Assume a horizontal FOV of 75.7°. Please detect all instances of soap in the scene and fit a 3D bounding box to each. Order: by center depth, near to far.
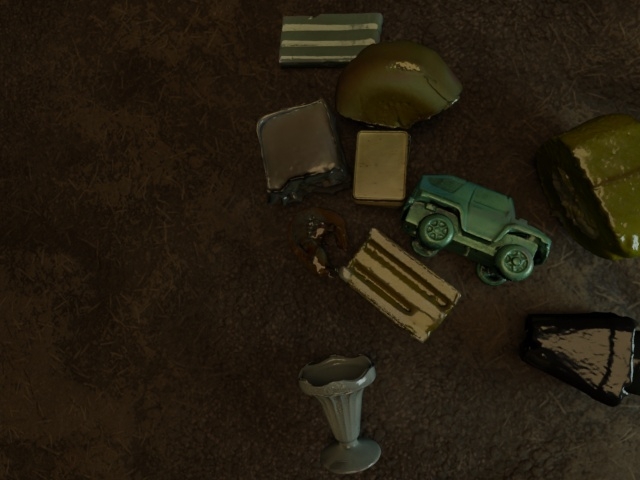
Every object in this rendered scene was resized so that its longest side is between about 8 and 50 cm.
[{"bbox_3d":[0.166,0.092,0.878,0.233,0.076,0.135,38,94,10],"label":"soap"}]

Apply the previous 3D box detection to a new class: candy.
[{"bbox_3d":[-0.040,-0.187,0.892,0.184,0.137,0.195,-15,84,8],"label":"candy"}]

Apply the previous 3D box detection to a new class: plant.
[{"bbox_3d":[0.523,0.215,0.781,0.255,0.142,0.165,9,88,13],"label":"plant"}]

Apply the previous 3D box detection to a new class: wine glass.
[{"bbox_3d":[0.045,0.351,0.848,0.164,0.165,0.197,-9,90,9],"label":"wine glass"}]

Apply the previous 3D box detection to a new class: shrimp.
[{"bbox_3d":[-0.002,0.000,0.900,0.132,0.051,0.188,-38,62,13],"label":"shrimp"}]

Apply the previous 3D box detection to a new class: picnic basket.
[{"bbox_3d":[0.130,-0.151,0.886,0.115,0.079,0.164,5,84,11],"label":"picnic basket"}]

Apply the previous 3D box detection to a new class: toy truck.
[{"bbox_3d":[0.299,-0.020,0.823,0.278,0.155,0.156,22,83,10],"label":"toy truck"}]

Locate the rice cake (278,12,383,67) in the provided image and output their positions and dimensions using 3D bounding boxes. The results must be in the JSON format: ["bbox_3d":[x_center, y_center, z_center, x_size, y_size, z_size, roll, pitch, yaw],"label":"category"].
[{"bbox_3d":[0.020,-0.457,0.940,0.237,0.043,0.127,6,89,9],"label":"rice cake"}]

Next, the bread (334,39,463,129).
[{"bbox_3d":[0.155,-0.329,0.830,0.260,0.156,0.158,15,59,14],"label":"bread"}]

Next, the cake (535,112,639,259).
[{"bbox_3d":[0.531,-0.096,0.773,0.156,0.179,0.261,-23,87,8],"label":"cake"}]
